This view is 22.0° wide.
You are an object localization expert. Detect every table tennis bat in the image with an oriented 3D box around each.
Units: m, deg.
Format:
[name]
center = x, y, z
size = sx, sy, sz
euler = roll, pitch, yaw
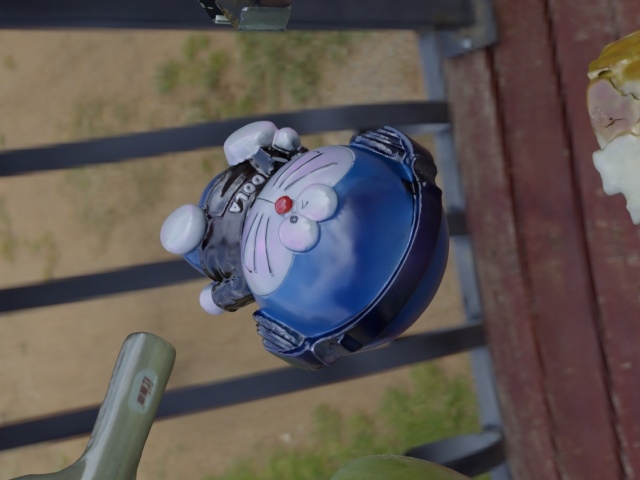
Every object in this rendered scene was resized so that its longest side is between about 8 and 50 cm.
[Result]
[table tennis bat]
center = -0.119, 0.152, 0.802
size = 0.022, 0.131, 0.234
euler = -25, 42, 53

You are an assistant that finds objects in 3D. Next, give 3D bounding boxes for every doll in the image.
[doll]
center = 0.000, 0.000, 1.840
size = 0.310, 0.240, 0.284
euler = 10, 71, 50

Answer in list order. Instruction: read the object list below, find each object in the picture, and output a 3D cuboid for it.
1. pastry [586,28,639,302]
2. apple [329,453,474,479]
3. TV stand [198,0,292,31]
[pastry]
center = 0.282, -0.036, 0.972
size = 0.170, 0.256, 0.236
euler = -22, 86, 41
[apple]
center = 0.110, 0.396, 1.553
size = 0.312, 0.360, 0.320
euler = -40, 38, 3
[TV stand]
center = -0.068, -0.188, 1.133
size = 0.249, 0.036, 0.042
euler = -123, 38, -60
